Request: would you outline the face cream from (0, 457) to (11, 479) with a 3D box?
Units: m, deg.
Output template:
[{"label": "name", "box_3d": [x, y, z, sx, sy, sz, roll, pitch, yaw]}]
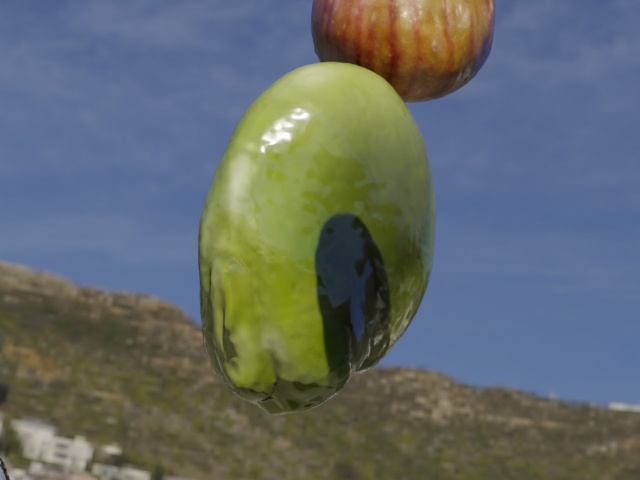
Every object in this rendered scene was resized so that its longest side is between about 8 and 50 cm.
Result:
[{"label": "face cream", "box_3d": [-0.236, 0.196, 0.810, 0.177, 0.177, 0.153, 23, 17, -34]}]

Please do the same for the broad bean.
[{"label": "broad bean", "box_3d": [-0.001, 0.000, 1.204, 0.119, 0.291, 0.238, 1, -26, 42]}]

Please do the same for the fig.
[{"label": "fig", "box_3d": [0.072, -0.225, 1.319, 0.175, 0.207, 0.175, -1, 7, 0]}]
